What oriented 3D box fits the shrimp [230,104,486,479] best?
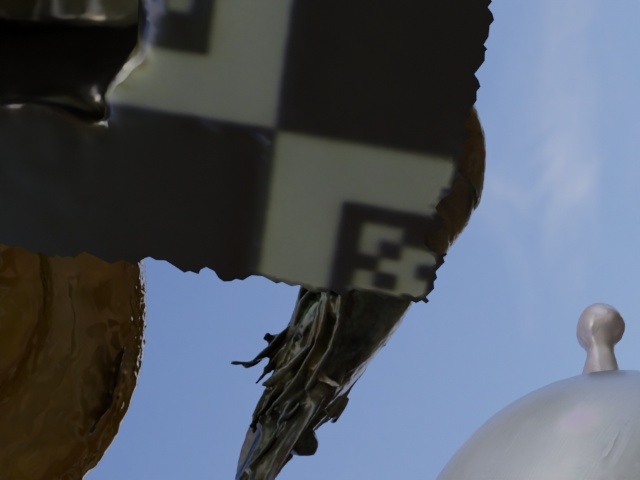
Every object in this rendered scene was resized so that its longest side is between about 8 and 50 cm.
[{"bbox_3d":[0.000,0.000,1.000,0.169,0.058,0.296,42,-113,-28],"label":"shrimp"}]

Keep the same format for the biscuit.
[{"bbox_3d":[-0.217,0.025,0.866,0.296,0.102,0.296,5,-98,-36],"label":"biscuit"}]

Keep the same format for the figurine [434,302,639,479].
[{"bbox_3d":[0.121,0.212,0.860,0.361,0.253,0.211,-41,-72,-31],"label":"figurine"}]

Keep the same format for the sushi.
[{"bbox_3d":[-0.086,-0.169,0.415,0.100,0.296,0.373,-81,-2,-49],"label":"sushi"}]
